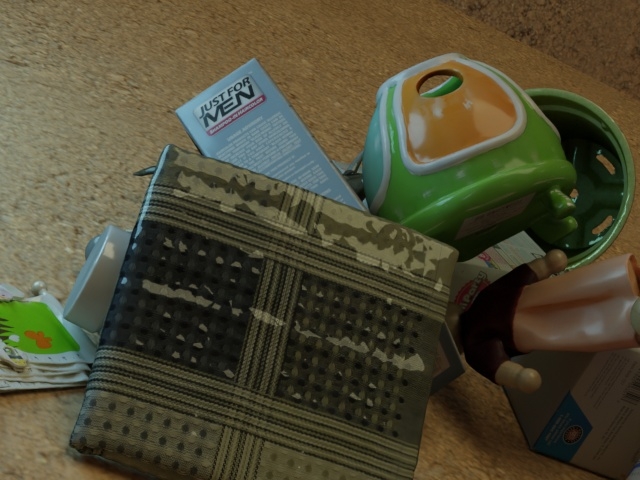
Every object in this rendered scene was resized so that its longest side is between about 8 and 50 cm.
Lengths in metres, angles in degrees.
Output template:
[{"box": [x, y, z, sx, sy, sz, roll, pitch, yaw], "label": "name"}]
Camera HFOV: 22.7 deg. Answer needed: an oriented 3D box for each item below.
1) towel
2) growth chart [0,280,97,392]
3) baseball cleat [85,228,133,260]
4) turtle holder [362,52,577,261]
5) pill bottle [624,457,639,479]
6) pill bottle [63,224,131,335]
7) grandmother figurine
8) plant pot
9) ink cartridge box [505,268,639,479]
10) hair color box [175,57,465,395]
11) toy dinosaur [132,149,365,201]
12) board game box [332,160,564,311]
[{"box": [-0.041, 0.099, 1.484, 0.324, 0.056, 0.312, 20, 66, -14], "label": "towel"}, {"box": [-0.300, 0.088, 1.478, 0.172, 0.021, 0.237, 40, 22, 26], "label": "growth chart"}, {"box": [-0.151, 0.056, 1.672, 0.206, 0.072, 0.109, 20, 29, -13], "label": "baseball cleat"}, {"box": [0.170, -0.083, 1.856, 0.320, 0.243, 0.227, 6, 59, -66], "label": "turtle holder"}, {"box": [0.451, 0.228, 1.739, 0.152, 0.152, 0.272, 35, 65, 15], "label": "pill bottle"}, {"box": [-0.125, 0.080, 1.551, 0.229, 0.131, 0.131, 27, 21, -12], "label": "pill bottle"}, {"box": [0.234, 0.085, 1.810, 0.104, 0.342, 0.208, 61, 37, -22], "label": "grandmother figurine"}, {"box": [0.361, -0.077, 2.415, 0.276, 0.276, 0.254, 36, 10, 19], "label": "plant pot"}, {"box": [0.371, 0.177, 1.917, 0.232, 0.171, 0.168, 22, 22, -19], "label": "ink cartridge box"}, {"box": [0.000, 0.000, 1.730, 0.374, 0.113, 0.185, 55, -3, 27], "label": "hair color box"}, {"box": [-0.073, -0.041, 1.963, 0.313, 0.121, 0.160, 4, 26, -2], "label": "toy dinosaur"}, {"box": [0.159, 0.012, 2.132, 0.303, 0.097, 0.224, 12, 27, -39], "label": "board game box"}]
